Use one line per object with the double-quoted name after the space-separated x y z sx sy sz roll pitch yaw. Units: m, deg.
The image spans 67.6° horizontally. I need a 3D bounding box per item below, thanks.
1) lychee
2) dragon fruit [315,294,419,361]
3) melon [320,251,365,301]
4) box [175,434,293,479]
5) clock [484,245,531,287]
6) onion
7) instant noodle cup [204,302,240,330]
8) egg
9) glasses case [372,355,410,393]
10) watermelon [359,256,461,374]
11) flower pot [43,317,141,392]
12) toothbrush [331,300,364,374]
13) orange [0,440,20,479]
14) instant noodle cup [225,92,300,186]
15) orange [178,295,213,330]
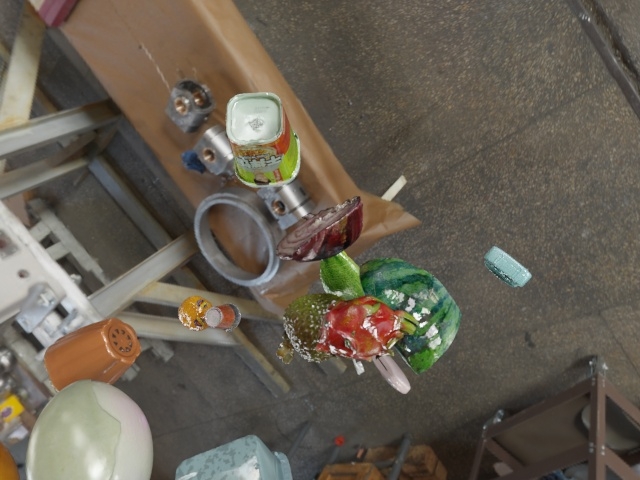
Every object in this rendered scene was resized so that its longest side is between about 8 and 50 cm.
-0.021 0.333 1.822 0.319 0.270 0.270 -6 116 12 "lychee"
0.125 0.253 1.300 0.269 0.198 0.200 23 114 -31 "dragon fruit"
0.090 0.139 1.890 0.196 0.124 0.323 -18 141 20 "melon"
-0.115 0.398 0.664 0.162 0.227 0.130 -21 125 0 "box"
0.437 0.068 1.132 0.108 0.147 0.045 43 93 18 "clock"
0.000 0.000 1.473 0.146 0.280 0.314 55 161 -15 "onion"
-0.439 0.337 2.107 0.127 0.135 0.127 -3 81 19 "instant noodle cup"
-0.366 0.326 0.761 0.183 0.183 0.217 -43 60 40 "egg"
0.298 0.558 2.076 0.075 0.297 0.113 -47 111 1 "glasses case"
0.286 0.187 1.485 0.222 0.319 0.292 -30 104 13 "watermelon"
-0.579 0.295 1.246 0.173 0.190 0.191 -33 100 12 "flower pot"
0.088 0.306 1.495 0.020 0.025 0.286 42 154 65 "toothbrush"
-0.825 0.559 1.024 0.312 0.312 0.312 14 124 22 "orange"
-0.219 -0.375 1.770 0.294 0.294 0.308 30 168 11 "instant noodle cup"
-0.608 0.357 2.348 0.177 0.155 0.178 10 123 17 "orange"
